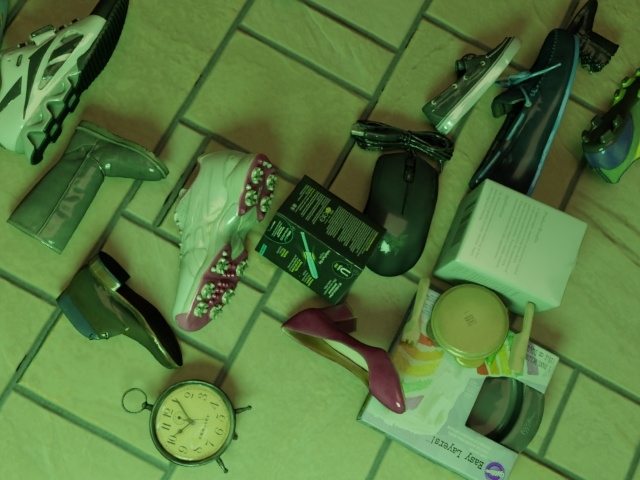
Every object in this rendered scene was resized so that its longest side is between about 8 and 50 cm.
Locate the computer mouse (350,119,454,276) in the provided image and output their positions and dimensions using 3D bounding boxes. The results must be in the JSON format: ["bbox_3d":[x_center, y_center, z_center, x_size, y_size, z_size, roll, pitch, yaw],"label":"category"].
[{"bbox_3d":[0.130,-0.075,1.395,0.189,0.072,0.272,11,76,-7],"label":"computer mouse"}]

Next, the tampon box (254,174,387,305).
[{"bbox_3d":[0.000,0.000,1.320,0.161,0.120,0.101,35,51,0],"label":"tampon box"}]

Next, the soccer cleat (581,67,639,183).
[{"bbox_3d":[0.579,-0.220,1.500,0.289,0.093,0.121,-44,117,-19],"label":"soccer cleat"}]

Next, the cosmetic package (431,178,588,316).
[{"bbox_3d":[0.307,0.017,1.359,0.184,0.151,0.151,25,76,-2],"label":"cosmetic package"}]

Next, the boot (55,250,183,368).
[{"bbox_3d":[-0.314,0.133,1.296,0.106,0.082,0.219,-38,89,8],"label":"boot"}]

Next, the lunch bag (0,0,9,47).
[{"bbox_3d":[-0.642,-0.358,1.327,0.243,0.115,0.303,7,77,-4],"label":"lunch bag"}]

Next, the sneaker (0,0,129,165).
[{"bbox_3d":[-0.436,-0.296,1.336,0.146,0.122,0.330,31,75,-2],"label":"sneaker"}]

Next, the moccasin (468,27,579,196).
[{"bbox_3d":[0.352,-0.225,1.430,0.117,0.137,0.341,21,74,1],"label":"moccasin"}]

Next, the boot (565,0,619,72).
[{"bbox_3d":[0.507,-0.379,1.533,0.099,0.045,0.121,35,82,3],"label":"boot"}]

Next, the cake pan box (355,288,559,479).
[{"bbox_3d":[0.226,0.243,1.341,0.267,0.070,0.245,29,77,0],"label":"cake pan box"}]

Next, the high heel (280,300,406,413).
[{"bbox_3d":[0.035,0.187,1.269,0.117,0.082,0.244,-17,47,-18],"label":"high heel"}]

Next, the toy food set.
[{"bbox_3d":[0.235,0.135,1.316,0.192,0.038,0.132,15,74,8],"label":"toy food set"}]

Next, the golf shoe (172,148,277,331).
[{"bbox_3d":[-0.181,-0.006,1.331,0.140,0.115,0.306,17,78,23],"label":"golf shoe"}]

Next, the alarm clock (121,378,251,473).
[{"bbox_3d":[-0.214,0.273,1.271,0.192,0.064,0.129,22,75,-5],"label":"alarm clock"}]

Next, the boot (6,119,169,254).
[{"bbox_3d":[-0.369,-0.072,1.321,0.190,0.076,0.208,23,68,12],"label":"boot"}]

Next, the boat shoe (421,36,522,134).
[{"bbox_3d":[0.265,-0.290,1.465,0.076,0.080,0.228,41,83,1],"label":"boat shoe"}]
